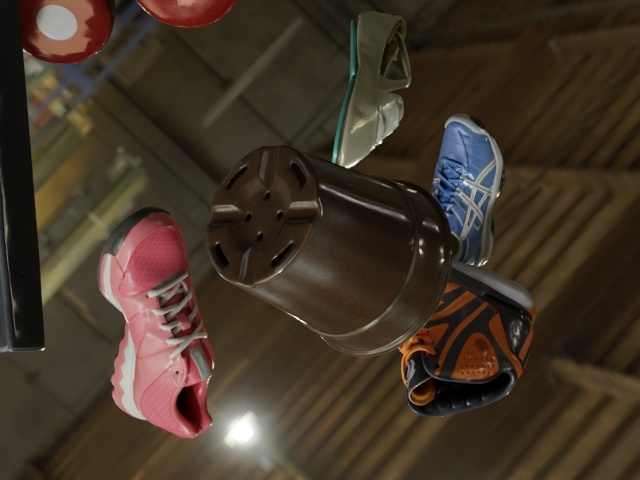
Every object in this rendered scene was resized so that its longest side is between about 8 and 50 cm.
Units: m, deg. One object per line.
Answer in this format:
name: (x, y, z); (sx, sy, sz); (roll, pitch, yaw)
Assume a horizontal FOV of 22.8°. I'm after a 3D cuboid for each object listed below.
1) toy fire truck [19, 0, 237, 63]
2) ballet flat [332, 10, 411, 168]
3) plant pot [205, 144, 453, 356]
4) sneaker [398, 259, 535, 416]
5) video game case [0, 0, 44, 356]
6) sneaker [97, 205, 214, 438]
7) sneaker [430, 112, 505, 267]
toy fire truck: (-0.200, -0.313, 1.377); (0.302, 0.254, 0.169); (-14, -142, 16)
ballet flat: (0.065, -0.178, 1.874); (0.086, 0.086, 0.248); (-32, -143, 40)
plant pot: (0.000, 0.000, 1.372); (0.167, 0.165, 0.167); (-18, -119, 36)
sneaker: (0.096, 0.093, 1.868); (0.124, 0.321, 0.180); (110, -2, -52)
video game case: (-0.286, -0.053, 1.017); (0.248, 0.274, 0.035); (-9, 173, 33)
sneaker: (-0.171, 0.101, 1.862); (0.116, 0.313, 0.136); (-30, -135, -34)
sneaker: (0.170, -0.050, 1.921); (0.080, 0.211, 0.081); (15, -151, 37)
